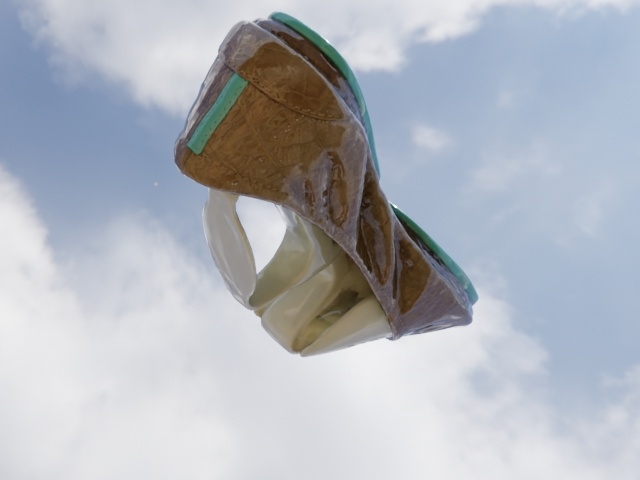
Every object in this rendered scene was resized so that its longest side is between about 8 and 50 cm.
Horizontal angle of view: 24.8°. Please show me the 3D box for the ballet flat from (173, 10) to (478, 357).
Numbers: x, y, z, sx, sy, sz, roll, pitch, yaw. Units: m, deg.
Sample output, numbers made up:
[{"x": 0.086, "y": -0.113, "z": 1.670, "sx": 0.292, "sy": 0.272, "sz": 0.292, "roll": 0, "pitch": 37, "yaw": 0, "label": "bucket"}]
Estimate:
[{"x": 0.000, "y": 0.000, "z": 0.876, "sx": 0.116, "sy": 0.342, "sz": 0.124, "roll": 38, "pitch": -98, "yaw": 29, "label": "ballet flat"}]
